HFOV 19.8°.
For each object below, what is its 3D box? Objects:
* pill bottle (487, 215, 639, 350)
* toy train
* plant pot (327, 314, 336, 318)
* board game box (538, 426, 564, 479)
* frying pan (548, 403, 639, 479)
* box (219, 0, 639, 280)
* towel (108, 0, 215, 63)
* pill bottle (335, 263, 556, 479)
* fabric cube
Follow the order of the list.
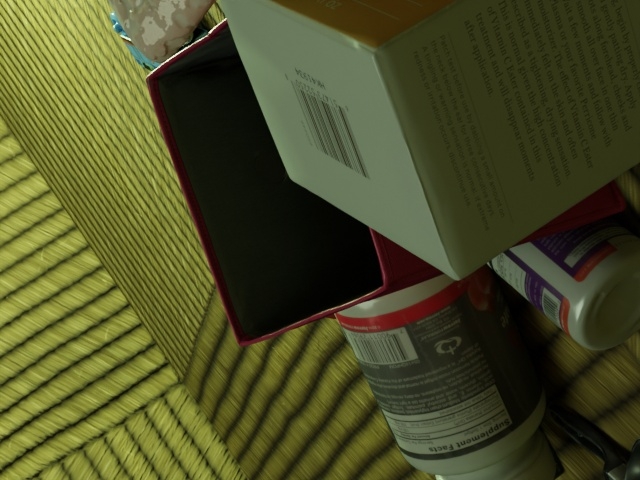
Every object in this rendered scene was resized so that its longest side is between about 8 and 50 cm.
[{"bbox_3d":[0.215,0.005,1.676,0.193,0.108,0.108,44,158,39],"label":"pill bottle"},{"bbox_3d":[-0.207,-0.271,2.428,0.184,0.080,0.105,28,155,55],"label":"toy train"},{"bbox_3d":[0.000,0.000,2.148,0.174,0.191,0.191,14,135,55],"label":"plant pot"},{"bbox_3d":[0.215,0.223,2.206,0.126,0.026,0.186,61,163,-11],"label":"board game box"},{"bbox_3d":[0.336,0.245,1.881,0.326,0.053,0.197,44,158,29],"label":"frying pan"},{"bbox_3d":[0.142,-0.159,1.172,0.215,0.345,0.168,32,150,54],"label":"box"},{"bbox_3d":[-0.176,-0.399,1.902,0.317,0.053,0.332,56,136,11],"label":"towel"},{"bbox_3d":[0.143,0.144,2.007,0.176,0.176,0.318,23,142,62],"label":"pill bottle"},{"bbox_3d":[0.051,-0.083,1.540,0.259,0.258,0.254,-24,84,57],"label":"fabric cube"}]
